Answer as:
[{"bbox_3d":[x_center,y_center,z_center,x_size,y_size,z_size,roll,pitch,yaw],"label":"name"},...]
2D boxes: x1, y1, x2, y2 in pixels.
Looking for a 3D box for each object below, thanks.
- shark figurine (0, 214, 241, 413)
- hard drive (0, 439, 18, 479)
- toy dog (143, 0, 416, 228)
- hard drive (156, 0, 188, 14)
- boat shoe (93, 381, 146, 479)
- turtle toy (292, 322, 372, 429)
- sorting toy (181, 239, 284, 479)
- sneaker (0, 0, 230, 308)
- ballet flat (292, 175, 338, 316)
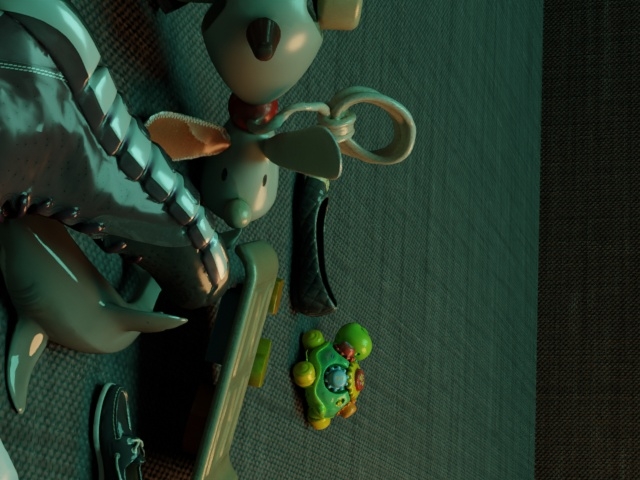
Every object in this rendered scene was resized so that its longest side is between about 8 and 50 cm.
[{"bbox_3d":[-0.142,0.046,1.141,0.278,0.116,0.166,14,77,-70],"label":"shark figurine"},{"bbox_3d":[-0.283,0.154,0.658,0.353,0.047,0.233,-55,141,-40],"label":"hard drive"},{"bbox_3d":[-0.049,-0.121,1.282,0.161,0.220,0.334,-86,164,-45],"label":"toy dog"},{"bbox_3d":[-0.120,-0.345,1.332,0.172,0.054,0.255,62,31,-53],"label":"hard drive"},{"bbox_3d":[-0.155,0.174,1.201,0.046,0.038,0.125,25,64,-70],"label":"boat shoe"},{"bbox_3d":[0.018,0.143,1.695,0.130,0.066,0.095,-73,154,-45],"label":"turtle toy"},{"bbox_3d":[-0.079,0.112,1.385,0.307,0.041,0.229,-22,123,-87],"label":"sorting toy"},{"bbox_3d":[-0.183,-0.025,0.988,0.162,0.106,0.281,-45,124,-20],"label":"sneaker"},{"bbox_3d":[0.000,0.000,1.681,0.057,0.049,0.173,36,54,-69],"label":"ballet flat"}]
